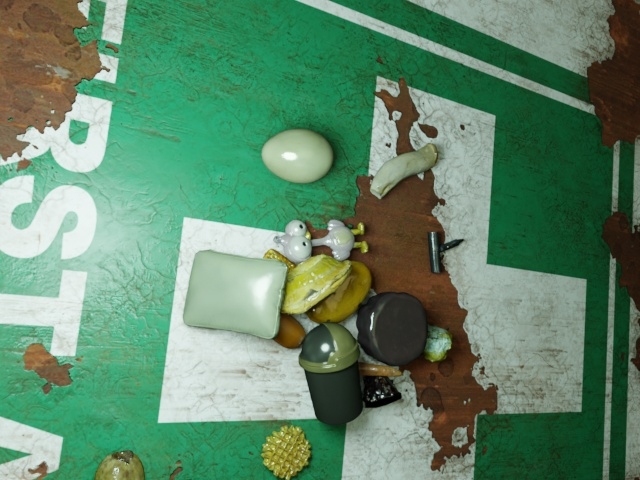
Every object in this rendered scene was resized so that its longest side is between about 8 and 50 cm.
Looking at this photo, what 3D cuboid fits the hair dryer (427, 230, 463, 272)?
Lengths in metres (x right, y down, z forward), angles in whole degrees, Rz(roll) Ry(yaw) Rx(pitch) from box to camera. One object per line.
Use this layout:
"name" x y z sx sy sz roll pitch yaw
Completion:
"hair dryer" 0.535 0.044 2.117 0.195 0.050 0.173 -4 92 -31

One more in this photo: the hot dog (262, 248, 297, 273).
"hot dog" -0.134 0.090 1.766 0.165 0.045 0.071 39 73 -21

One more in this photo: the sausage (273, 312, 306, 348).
"sausage" -0.166 0.268 1.710 0.274 0.105 0.105 41 70 -19

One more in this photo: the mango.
"mango" 0.066 0.193 1.824 0.295 0.120 0.177 -40 109 -18

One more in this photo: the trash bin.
"trash bin" 0.036 0.440 1.727 0.214 0.214 0.334 -17 109 -27

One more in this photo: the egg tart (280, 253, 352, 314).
"egg tart" -0.029 0.132 1.651 0.290 0.290 0.115 -37 99 -24

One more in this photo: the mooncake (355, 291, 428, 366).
"mooncake" 0.269 0.331 1.904 0.283 0.141 0.283 2 84 -22

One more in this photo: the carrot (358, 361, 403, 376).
"carrot" 0.194 0.475 1.847 0.224 0.057 0.057 4 84 5

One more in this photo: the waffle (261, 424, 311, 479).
"waffle" -0.116 0.731 1.742 0.191 0.038 0.191 1 87 -27

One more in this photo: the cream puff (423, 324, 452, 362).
"cream puff" 0.443 0.410 2.003 0.156 0.121 0.156 0 84 -4

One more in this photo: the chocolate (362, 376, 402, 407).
"chocolate" 0.221 0.544 1.892 0.156 0.156 0.133 1 59 -27

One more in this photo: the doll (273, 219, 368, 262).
"doll" -0.001 0.000 1.811 0.365 0.094 0.160 0 73 -30

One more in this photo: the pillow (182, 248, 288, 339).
"pillow" -0.268 0.166 1.588 0.322 0.120 0.255 8 83 13

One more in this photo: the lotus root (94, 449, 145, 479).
"lotus root" -0.583 0.744 1.453 0.145 0.128 0.260 5 86 -37

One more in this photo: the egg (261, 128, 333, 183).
"egg" -0.079 -0.292 1.738 0.254 0.188 0.188 1 87 -22

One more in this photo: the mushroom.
"mushroom" 0.335 -0.285 2.006 0.351 0.095 0.123 -32 119 -23
